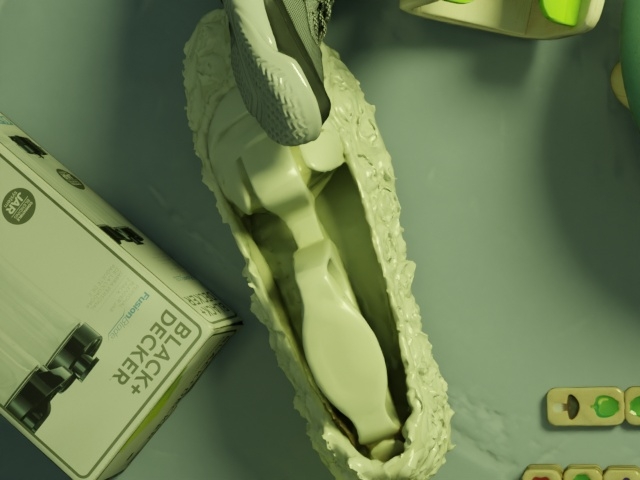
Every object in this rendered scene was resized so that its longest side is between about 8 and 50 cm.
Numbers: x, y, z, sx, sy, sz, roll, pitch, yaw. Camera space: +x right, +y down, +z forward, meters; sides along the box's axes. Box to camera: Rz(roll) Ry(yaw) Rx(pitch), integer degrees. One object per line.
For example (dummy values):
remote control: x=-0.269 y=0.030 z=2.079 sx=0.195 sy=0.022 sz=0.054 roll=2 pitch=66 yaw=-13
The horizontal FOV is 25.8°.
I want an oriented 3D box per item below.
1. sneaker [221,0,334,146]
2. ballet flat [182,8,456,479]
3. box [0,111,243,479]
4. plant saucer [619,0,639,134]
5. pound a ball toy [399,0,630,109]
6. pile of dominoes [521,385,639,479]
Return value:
sneaker: x=-0.001 y=-0.188 z=1.015 sx=0.153 sy=0.101 sz=0.268 roll=-14 pitch=52 yaw=-7
ballet flat: x=0.000 y=0.000 z=1.044 sx=0.147 sy=0.147 sz=0.408 roll=-23 pitch=85 yaw=10
box: x=-0.226 y=0.037 z=1.110 sx=0.290 sy=0.087 sz=0.169 roll=41 pitch=98 yaw=8
plant saucer: x=0.363 y=-0.135 z=0.936 sx=0.318 sy=0.044 sz=0.317 roll=0 pitch=84 yaw=3
pound a ball toy: x=0.178 y=-0.262 z=1.025 sx=0.208 sy=0.136 sz=0.319 roll=9 pitch=92 yaw=-14
pile of dominoes: x=0.278 y=0.207 z=1.034 sx=0.251 sy=0.040 sz=0.196 roll=-2 pitch=90 yaw=12
